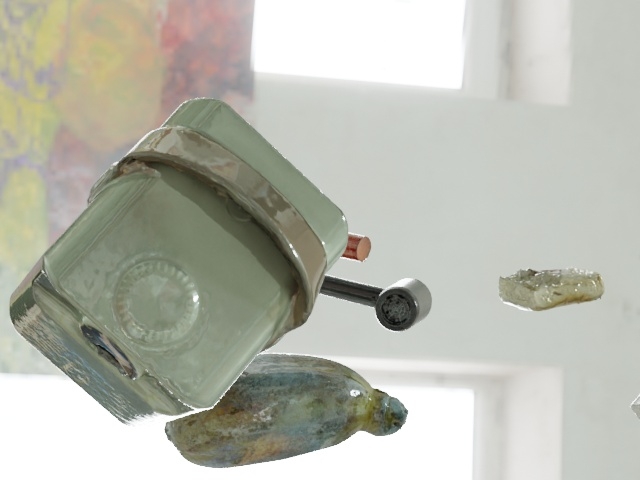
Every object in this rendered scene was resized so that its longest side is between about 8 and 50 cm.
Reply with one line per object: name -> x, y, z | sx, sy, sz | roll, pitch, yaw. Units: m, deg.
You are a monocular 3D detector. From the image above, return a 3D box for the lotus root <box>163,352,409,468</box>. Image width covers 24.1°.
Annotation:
lotus root -> -0.046, 0.213, 1.965 | 0.158, 0.322, 0.140 | 176, -93, -83

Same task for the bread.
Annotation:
bread -> 0.210, 0.043, 1.362 | 0.070, 0.083, 0.035 | -159, -116, -73

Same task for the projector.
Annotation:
projector -> -0.104, 0.021, 1.061 | 0.177, 0.163, 0.242 | -51, -171, -22

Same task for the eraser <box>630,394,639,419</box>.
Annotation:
eraser -> 0.575, 0.124, 2.004 | 0.098, 0.404, 0.096 | 53, -30, -8

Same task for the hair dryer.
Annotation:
hair dryer -> 0.033, 0.076, 2.211 | 0.128, 0.255, 0.070 | -21, 123, -79

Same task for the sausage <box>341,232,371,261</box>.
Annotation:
sausage -> 0.000, 0.000, 1.853 | 0.034, 0.129, 0.034 | -23, 118, -52
